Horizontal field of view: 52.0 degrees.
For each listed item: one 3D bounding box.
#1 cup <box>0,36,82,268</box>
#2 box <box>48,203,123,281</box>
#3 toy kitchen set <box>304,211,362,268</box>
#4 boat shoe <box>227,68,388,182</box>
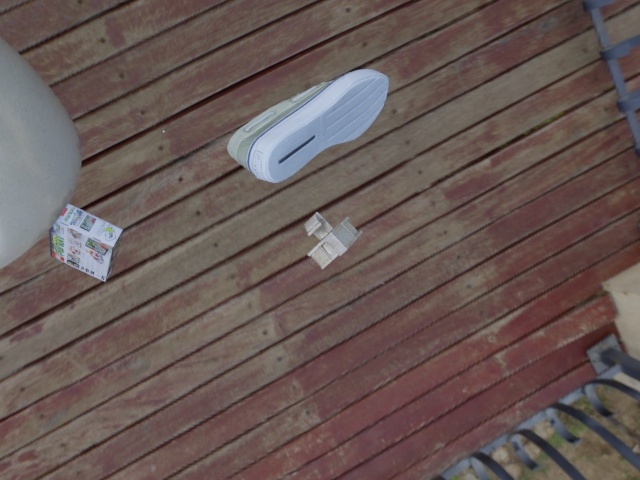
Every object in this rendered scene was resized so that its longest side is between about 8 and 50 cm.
[{"bbox_3d":[-0.447,-0.138,0.673,0.332,0.237,0.330,0,57,0],"label":"cup"},{"bbox_3d":[-0.411,0.006,1.140,0.114,0.207,0.036,27,63,-11],"label":"box"},{"bbox_3d":[0.000,0.000,0.939,0.068,0.075,0.083,46,119,0],"label":"toy kitchen set"},{"bbox_3d":[-0.012,-0.194,1.007,0.302,0.094,0.109,-36,144,-35],"label":"boat shoe"}]
